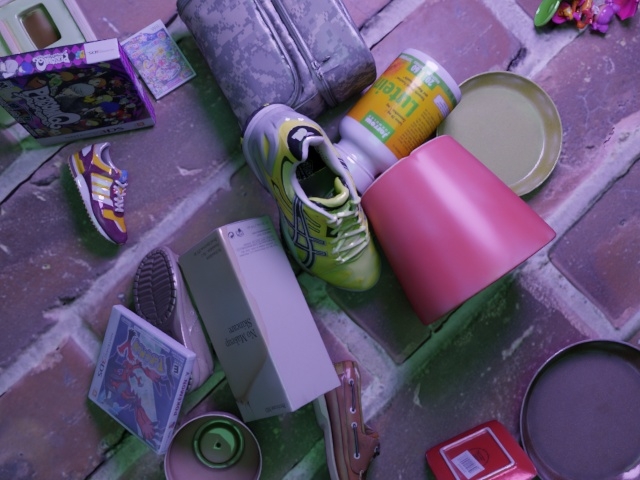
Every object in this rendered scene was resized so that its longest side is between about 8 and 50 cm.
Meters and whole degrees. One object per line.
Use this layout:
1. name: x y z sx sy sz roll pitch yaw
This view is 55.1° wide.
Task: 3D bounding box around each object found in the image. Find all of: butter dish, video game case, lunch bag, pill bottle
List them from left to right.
1. video game case: -0.402 -0.236 1.007 0.211 0.232 0.041 -12 76 -5
2. video game case: -0.308 0.232 1.040 0.201 0.023 0.183 24 101 31
3. video game case: -0.297 -0.332 1.126 0.087 0.011 0.122 -33 91 -4
4. lunch bag: -0.075 -0.340 1.052 0.256 0.212 0.305 -29 92 10
5. pill bottle: 0.119 -0.204 1.087 0.136 0.136 0.245 42 92 -3
6. butter dish: 0.294 0.430 1.105 0.160 0.160 0.118 -23 114 -5

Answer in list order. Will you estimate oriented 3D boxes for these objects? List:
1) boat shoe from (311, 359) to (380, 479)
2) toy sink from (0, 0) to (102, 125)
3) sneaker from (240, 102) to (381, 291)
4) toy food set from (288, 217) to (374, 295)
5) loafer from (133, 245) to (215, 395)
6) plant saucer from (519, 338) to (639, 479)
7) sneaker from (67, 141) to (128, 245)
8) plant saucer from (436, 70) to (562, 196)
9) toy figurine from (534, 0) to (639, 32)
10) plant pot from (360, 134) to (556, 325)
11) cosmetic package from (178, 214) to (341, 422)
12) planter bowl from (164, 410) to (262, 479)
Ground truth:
1. boat shoe: 0.058 0.368 1.091 0.105 0.111 0.307 -14 90 -3
2. toy sink: -0.501 -0.325 1.051 0.234 0.131 0.152 -29 91 -4
3. sneaker: 0.004 -0.039 0.996 0.145 0.147 0.384 -41 126 -10
4. toy food set: 0.000 0.000 1.135 0.192 0.038 0.132 -40 99 -9
5. loafer: -0.255 0.141 1.084 0.102 0.092 0.268 -20 74 20
6. plant saucer: 0.520 0.337 1.157 0.311 0.050 0.310 0 89 -3
7. sneaker: -0.374 -0.084 1.088 0.084 0.069 0.185 -26 92 1
8. plant saucer: 0.333 -0.197 1.157 0.241 0.037 0.240 0 90 -4
9. toy figurine: 0.515 -0.450 1.148 0.159 0.130 0.173 21 110 -13
10. plant pot: 0.213 -0.026 1.047 0.275 0.275 0.243 -35 81 -4
11. cosmetic package: -0.107 0.132 1.030 0.113 0.160 0.309 -17 80 -42
12. planter bowl: -0.182 0.372 1.075 0.162 0.109 0.161 0 89 -3
